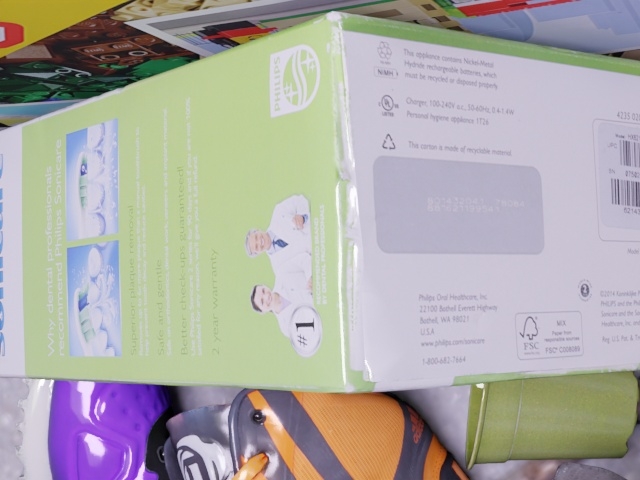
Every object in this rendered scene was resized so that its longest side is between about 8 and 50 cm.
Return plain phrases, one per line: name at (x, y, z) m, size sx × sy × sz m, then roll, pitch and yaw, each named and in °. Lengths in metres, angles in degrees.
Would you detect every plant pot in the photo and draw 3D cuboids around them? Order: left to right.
plant pot at (0.119, 0.082, 0.623) m, size 0.079 × 0.083 × 0.083 m, roll 8°, pitch 89°, yaw 3°

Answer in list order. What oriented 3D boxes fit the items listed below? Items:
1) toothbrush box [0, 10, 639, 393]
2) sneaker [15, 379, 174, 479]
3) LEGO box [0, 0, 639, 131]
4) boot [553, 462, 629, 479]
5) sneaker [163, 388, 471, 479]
toothbrush box at (0.000, 0.000, 0.526) m, size 0.283 × 0.206 × 0.122 m, roll -9°, pitch 82°, yaw 52°
sneaker at (-0.084, 0.162, 0.667) m, size 0.146 × 0.102 × 0.293 m, roll 4°, pitch 91°, yaw 9°
LEGO box at (0.003, -0.160, 0.512) m, size 0.500 × 0.372 × 0.193 m, roll -4°, pitch 86°, yaw 16°
boot at (0.214, 0.182, 0.528) m, size 0.229 × 0.091 × 0.263 m, roll -1°, pitch 131°, yaw 21°
sneaker at (-0.054, 0.178, 0.565) m, size 0.124 × 0.321 × 0.180 m, roll -32°, pitch 86°, yaw 52°
